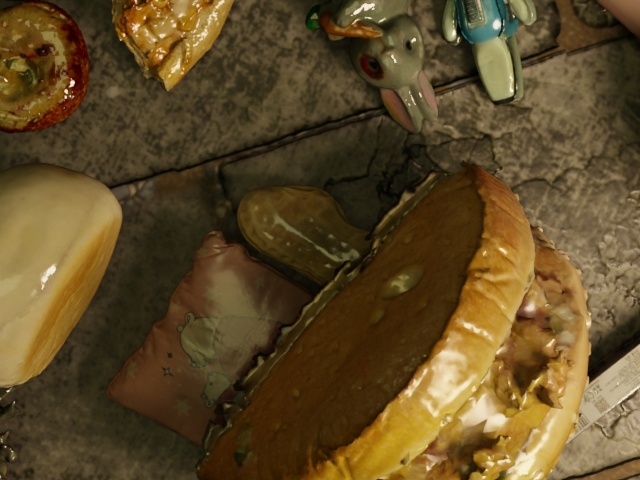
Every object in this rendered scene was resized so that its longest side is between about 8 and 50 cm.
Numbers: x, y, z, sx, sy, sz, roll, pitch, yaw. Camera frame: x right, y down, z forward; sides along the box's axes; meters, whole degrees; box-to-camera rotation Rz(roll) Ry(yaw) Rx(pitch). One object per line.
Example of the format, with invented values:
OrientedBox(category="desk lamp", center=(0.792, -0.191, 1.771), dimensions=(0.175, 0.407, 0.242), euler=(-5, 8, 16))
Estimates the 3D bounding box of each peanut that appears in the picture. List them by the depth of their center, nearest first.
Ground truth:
OrientedBox(category="peanut", center=(0.000, 0.000, 1.517), dimensions=(0.194, 0.083, 0.093), euler=(26, 57, -4))

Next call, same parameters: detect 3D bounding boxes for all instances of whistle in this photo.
OrientedBox(category="whistle", center=(0.177, -0.265, 1.512), dimensions=(0.114, 0.077, 0.236), euler=(-12, 97, 31))

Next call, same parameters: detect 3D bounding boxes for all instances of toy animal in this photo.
OrientedBox(category="toy animal", center=(0.066, -0.233, 1.496), dimensions=(0.138, 0.108, 0.236), euler=(-35, 91, 1))

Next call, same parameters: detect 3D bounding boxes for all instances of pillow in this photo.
OrientedBox(category="pillow", center=(-0.084, 0.133, 1.518), dimensions=(0.223, 0.084, 0.236), euler=(34, 96, -4))

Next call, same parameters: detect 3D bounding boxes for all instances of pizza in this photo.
OrientedBox(category="pizza", center=(-0.158, -0.269, 1.492), dimensions=(0.182, 0.062, 0.161), euler=(-50, 130, -1))

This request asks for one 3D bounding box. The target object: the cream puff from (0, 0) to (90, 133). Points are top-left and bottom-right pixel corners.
OrientedBox(category="cream puff", center=(-0.319, -0.188, 1.519), dimensions=(0.149, 0.084, 0.149), euler=(0, 90, 5))

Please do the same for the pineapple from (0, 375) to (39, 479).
OrientedBox(category="pineapple", center=(-0.393, 0.267, 1.503), dimensions=(0.169, 0.169, 0.340), euler=(19, 85, 1))

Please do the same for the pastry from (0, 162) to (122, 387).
OrientedBox(category="pastry", center=(-0.309, 0.037, 1.434), dimensions=(0.133, 0.265, 0.265), euler=(26, 92, 1))

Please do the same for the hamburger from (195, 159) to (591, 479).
OrientedBox(category="hamburger", center=(0.114, 0.172, 1.392), dimensions=(0.445, 0.287, 0.268), euler=(-48, 118, 1))

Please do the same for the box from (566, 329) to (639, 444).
OrientedBox(category="box", center=(0.332, 0.142, 1.523), dimensions=(0.218, 0.055, 0.039), euler=(-39, 91, 2))

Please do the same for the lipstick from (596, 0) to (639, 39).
OrientedBox(category="lipstick", center=(0.283, -0.320, 1.506), dimensions=(0.254, 0.070, 0.070), euler=(42, 92, 0))
